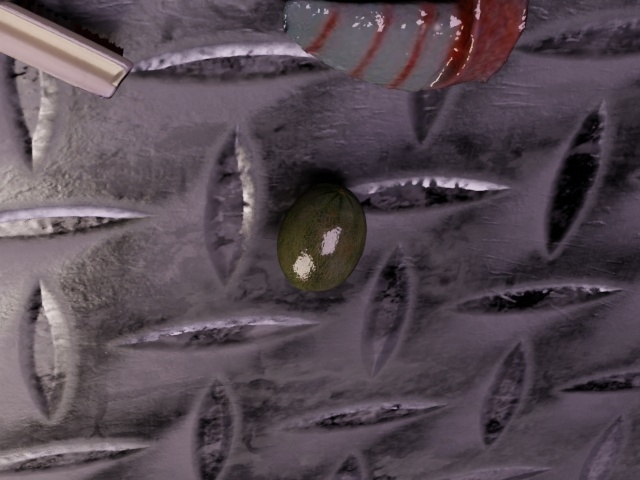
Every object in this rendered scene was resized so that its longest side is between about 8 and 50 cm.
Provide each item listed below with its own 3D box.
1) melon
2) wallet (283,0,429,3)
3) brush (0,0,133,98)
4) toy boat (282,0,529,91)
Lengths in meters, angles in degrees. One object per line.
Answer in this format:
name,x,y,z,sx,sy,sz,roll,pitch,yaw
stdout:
melon,0.000,0.000,1.717,0.114,0.114,0.167,1,132,-21
wallet,0.040,-0.313,1.446,0.245,0.052,0.168,20,121,-44
brush,-0.351,-0.244,1.384,0.321,0.050,0.060,23,127,-28
toy boat,0.077,-0.230,1.469,0.282,0.096,0.206,-4,154,-26
